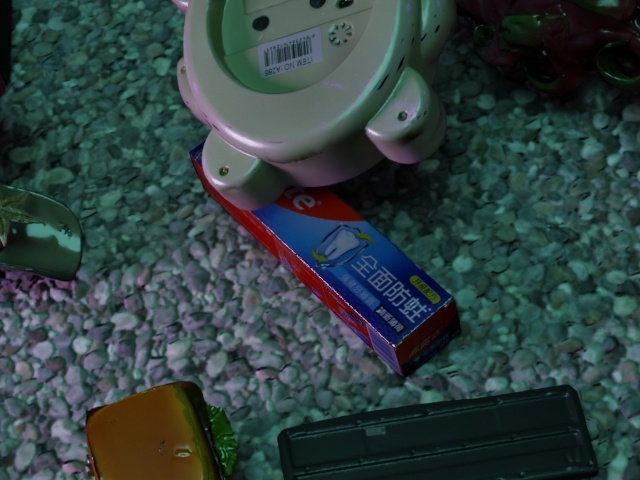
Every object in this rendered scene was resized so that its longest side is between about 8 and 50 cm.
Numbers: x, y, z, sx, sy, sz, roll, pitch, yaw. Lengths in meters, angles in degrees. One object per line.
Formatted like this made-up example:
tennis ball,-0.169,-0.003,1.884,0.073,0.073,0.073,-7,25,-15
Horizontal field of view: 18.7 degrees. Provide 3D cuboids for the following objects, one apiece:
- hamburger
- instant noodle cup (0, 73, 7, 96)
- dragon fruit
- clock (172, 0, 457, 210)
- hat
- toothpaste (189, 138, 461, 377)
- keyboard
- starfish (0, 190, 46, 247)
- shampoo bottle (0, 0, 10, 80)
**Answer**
hamburger,-0.137,0.211,1.744,0.137,0.087,0.166,-17,56,0
instant noodle cup,-0.452,-0.121,1.931,0.244,0.244,0.255,37,79,30
dragon fruit,0.247,-0.238,1.907,0.218,0.198,0.273,-32,81,-22
clock,-0.007,-0.194,1.866,0.284,0.114,0.309,-15,62,17
hat,-0.327,0.012,1.937,0.175,0.085,0.147,19,43,-2
toothpaste,0.001,0.000,1.866,0.076,0.066,0.320,-39,58,-14
keyboard,0.049,0.194,1.716,0.381,0.041,0.103,-4,54,-9
starfish,-0.317,-0.031,1.909,0.086,0.016,0.092,-5,54,-27
shampoo bottle,-0.386,-0.278,2.126,0.080,0.079,0.246,-10,55,6
